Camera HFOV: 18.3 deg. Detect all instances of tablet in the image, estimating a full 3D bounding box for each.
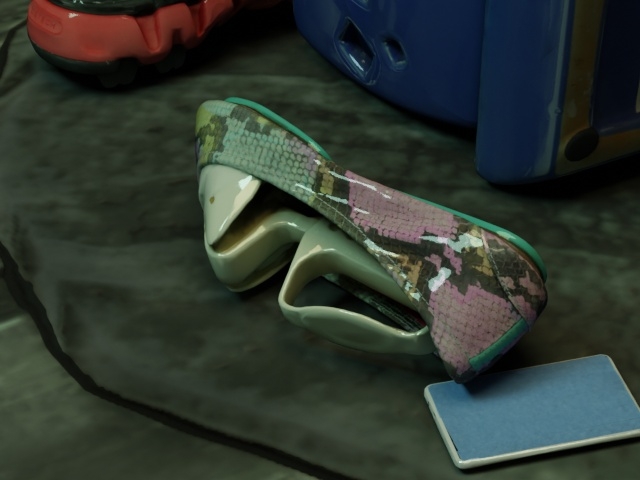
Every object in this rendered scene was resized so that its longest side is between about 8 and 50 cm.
[{"bbox_3d":[0.089,0.071,0.824,0.083,0.006,0.054,-9,35,-10],"label":"tablet"}]

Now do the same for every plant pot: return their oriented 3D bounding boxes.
[{"bbox_3d":[0.135,-0.171,0.980,0.236,0.236,0.212,-18,45,-21],"label":"plant pot"}]

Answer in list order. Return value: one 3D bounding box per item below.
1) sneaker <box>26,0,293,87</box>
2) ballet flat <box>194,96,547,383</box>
[{"bbox_3d":[-0.040,-0.188,1.090,0.276,0.135,0.097,-24,38,-29],"label":"sneaker"},{"bbox_3d":[0.000,0.000,0.882,0.221,0.077,0.079,29,67,38],"label":"ballet flat"}]
